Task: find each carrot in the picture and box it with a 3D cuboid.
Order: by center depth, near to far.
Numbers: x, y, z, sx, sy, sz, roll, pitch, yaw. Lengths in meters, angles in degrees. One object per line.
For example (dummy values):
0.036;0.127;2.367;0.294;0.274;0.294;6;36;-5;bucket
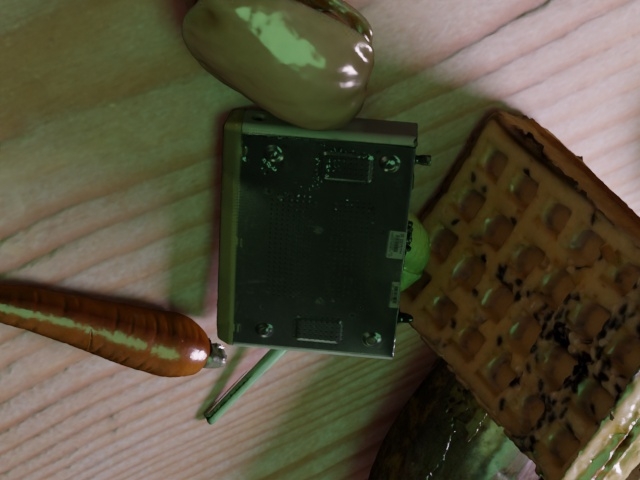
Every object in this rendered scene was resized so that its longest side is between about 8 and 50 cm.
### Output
-0.234;0.082;1.540;0.336;0.069;0.069;19;112;-33;carrot

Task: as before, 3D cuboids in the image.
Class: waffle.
0.233;0.064;1.590;0.114;0.376;0.261;23;111;-41;waffle

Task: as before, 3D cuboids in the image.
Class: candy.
-0.012;0.090;1.677;0.335;0.092;0.093;-45;150;17;candy

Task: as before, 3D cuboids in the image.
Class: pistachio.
-0.035;-0.181;1.417;0.152;0.126;0.223;-19;143;32;pistachio

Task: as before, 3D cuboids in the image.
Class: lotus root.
0.179;0.249;1.840;0.196;0.179;0.397;22;106;-23;lotus root

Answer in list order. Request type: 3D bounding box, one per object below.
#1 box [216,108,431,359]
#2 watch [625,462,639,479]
0.000;0.000;1.560;0.211;0.045;0.270;6;122;0;box
0.367;0.260;2.026;0.165;0.102;0.268;-5;117;-27;watch
